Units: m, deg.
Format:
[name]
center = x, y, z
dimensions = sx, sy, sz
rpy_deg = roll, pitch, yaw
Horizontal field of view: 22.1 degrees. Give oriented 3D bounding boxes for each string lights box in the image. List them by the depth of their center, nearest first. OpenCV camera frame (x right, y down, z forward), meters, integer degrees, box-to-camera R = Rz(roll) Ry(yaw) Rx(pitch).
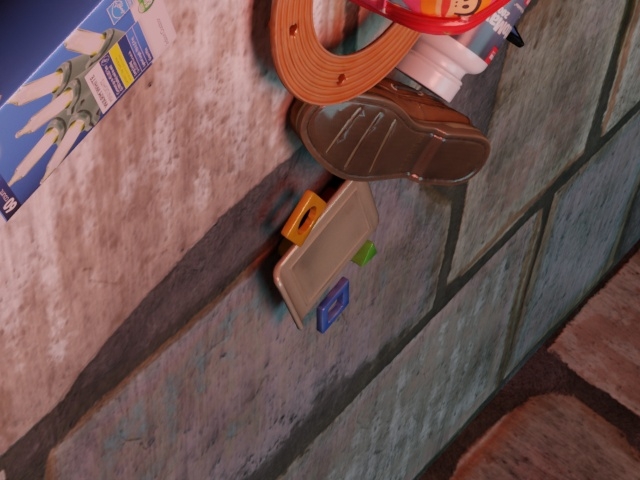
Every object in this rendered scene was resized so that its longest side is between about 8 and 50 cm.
[string lights box]
center = -0.239, -0.124, 1.324
dimensions = 0.260, 0.077, 0.133
rpy_deg = -50, 160, -13

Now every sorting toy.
[sorting toy]
center = 0.000, 0.000, 2.080
dimensions = 0.196, 0.047, 0.348
rpy_deg = -55, 160, -14

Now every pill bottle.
[pill bottle]
center = 0.172, -0.261, 1.964
dimensions = 0.180, 0.108, 0.108
rpy_deg = -57, 159, 5

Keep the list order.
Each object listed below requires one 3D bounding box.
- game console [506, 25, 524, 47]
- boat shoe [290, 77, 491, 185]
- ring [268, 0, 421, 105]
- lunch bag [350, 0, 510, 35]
[game console]
center = 0.245, -0.317, 2.097
dimensions = 0.071, 0.107, 0.122
rpy_deg = -31, 165, 17
[boat shoe]
center = 0.066, -0.136, 1.937
dimensions = 0.307, 0.104, 0.111
rpy_deg = 15, 120, -47
[ring]
center = 0.052, -0.298, 1.715
dimensions = 0.336, 0.032, 0.336
rpy_deg = -40, 147, -33
[lunch bag]
center = 0.075, -0.316, 1.417
dimensions = 0.258, 0.293, 0.120
rpy_deg = -39, 149, -35
